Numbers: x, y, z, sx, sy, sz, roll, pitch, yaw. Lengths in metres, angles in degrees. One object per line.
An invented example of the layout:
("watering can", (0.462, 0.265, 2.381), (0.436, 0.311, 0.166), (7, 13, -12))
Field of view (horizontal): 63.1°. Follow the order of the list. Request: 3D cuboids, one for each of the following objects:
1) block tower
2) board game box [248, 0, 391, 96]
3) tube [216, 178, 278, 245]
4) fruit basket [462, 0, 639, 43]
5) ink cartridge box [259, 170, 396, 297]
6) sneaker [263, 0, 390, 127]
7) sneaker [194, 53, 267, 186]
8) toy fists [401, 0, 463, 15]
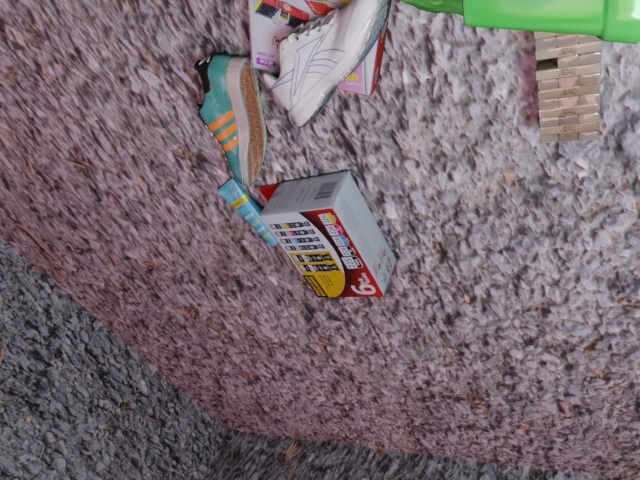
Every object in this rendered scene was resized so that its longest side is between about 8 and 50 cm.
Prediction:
("block tower", (0.371, -0.297, 0.781), (0.091, 0.097, 0.335), (1, 137, 28))
("board game box", (-0.003, -0.414, 0.866), (0.243, 0.064, 0.316), (17, 141, 9))
("tube", (-0.180, -0.074, 1.378), (0.080, 0.052, 0.207), (-30, 112, 38))
("fruit basket", (0.311, -0.382, 0.478), (0.393, 0.283, 0.391), (8, 118, 15))
("ink cartridge box", (0.000, 0.000, 1.296), (0.272, 0.130, 0.309), (-5, 134, 34))
("sneaker", (-0.001, -0.308, 0.855), (0.129, 0.111, 0.297), (40, 139, -10))
("sneaker", (-0.195, -0.256, 1.128), (0.121, 0.108, 0.302), (13, 132, 16))
("toy fists", (0.192, -0.447, 0.704), (0.143, 0.096, 0.279), (14, 141, -7))
